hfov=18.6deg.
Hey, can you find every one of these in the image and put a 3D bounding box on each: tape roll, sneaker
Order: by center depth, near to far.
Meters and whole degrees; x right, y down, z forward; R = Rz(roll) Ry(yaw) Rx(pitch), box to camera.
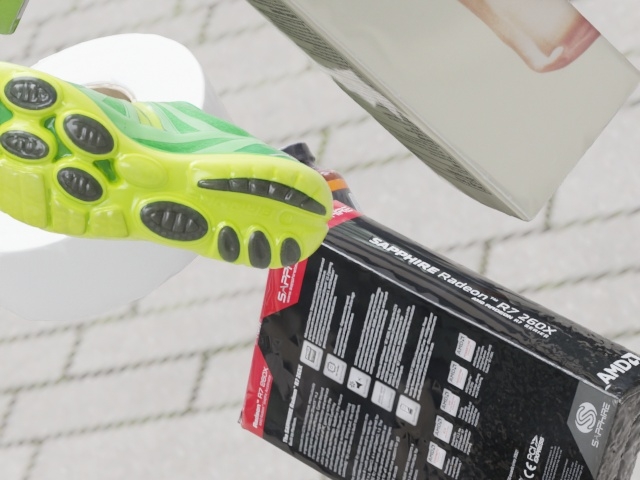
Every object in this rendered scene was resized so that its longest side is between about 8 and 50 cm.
[{"bbox_3d":[-0.139,-0.052,1.414,0.123,0.295,0.109,-123,53,-74],"label":"sneaker"},{"bbox_3d":[-0.214,-0.062,1.808,0.286,0.100,0.286,-18,41,16],"label":"tape roll"}]

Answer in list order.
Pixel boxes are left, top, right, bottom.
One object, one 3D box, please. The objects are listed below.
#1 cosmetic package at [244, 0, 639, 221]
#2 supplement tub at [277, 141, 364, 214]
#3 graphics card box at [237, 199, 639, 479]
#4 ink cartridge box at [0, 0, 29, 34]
[{"bbox_3d":[0.047,-0.161,1.261,0.129,0.296,0.153,-51,25,-4],"label":"cosmetic package"},{"bbox_3d":[0.000,0.000,1.997,0.106,0.198,0.106,-28,-10,-5],"label":"supplement tub"},{"bbox_3d":[0.108,0.142,1.762,0.371,0.233,0.094,27,30,29],"label":"graphics card box"},{"bbox_3d":[-0.154,-0.260,0.981,0.255,0.097,0.189,125,154,-48],"label":"ink cartridge box"}]
